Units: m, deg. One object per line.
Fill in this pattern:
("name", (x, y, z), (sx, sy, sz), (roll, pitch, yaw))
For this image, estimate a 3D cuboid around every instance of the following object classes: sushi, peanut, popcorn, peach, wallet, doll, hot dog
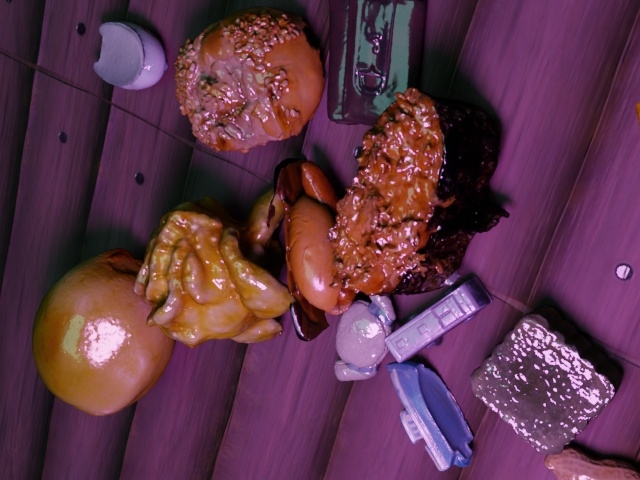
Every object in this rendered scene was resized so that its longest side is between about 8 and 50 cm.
("sushi", (0.163, -0.062, 1.436), (0.234, 0.207, 0.349), (29, 112, 34))
("peanut", (0.439, 0.373, 1.410), (0.174, 0.080, 0.080), (18, 109, 35))
("popcorn", (-0.183, 0.056, 1.648), (0.325, 0.290, 0.321), (36, 121, 45))
("peach", (-0.452, 0.190, 1.854), (0.316, 0.281, 0.314), (-50, 65, 22))
("wallet", (0.089, -0.307, 1.531), (0.181, 0.049, 0.229), (11, 107, 29))
("doll", (0.079, 0.171, 1.614), (0.103, 0.071, 0.214), (30, 115, 26))
("hot dog", (0.003, 0.002, 1.568), (0.107, 0.194, 0.326), (-13, 90, 23))

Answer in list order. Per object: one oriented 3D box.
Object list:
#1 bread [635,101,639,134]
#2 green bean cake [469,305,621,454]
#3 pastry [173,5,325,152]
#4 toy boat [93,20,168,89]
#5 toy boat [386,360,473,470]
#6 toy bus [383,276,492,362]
("bread", (0.546, -0.162, 1.167), (0.257, 0.186, 0.124), (-19, 84, 27))
("green bean cake", (0.359, 0.223, 1.421), (0.185, 0.094, 0.183), (44, 120, 19))
("pastry", (-0.146, -0.289, 1.626), (0.310, 0.162, 0.255), (-17, 87, 34))
("toy boat", (-0.386, -0.377, 1.835), (0.207, 0.078, 0.134), (22, 103, 41))
("toy boat", (0.177, 0.308, 1.565), (0.102, 0.088, 0.215), (-35, 81, 37))
("toy bus", (0.196, 0.135, 1.518), (0.190, 0.075, 0.064), (-38, 77, 25))
